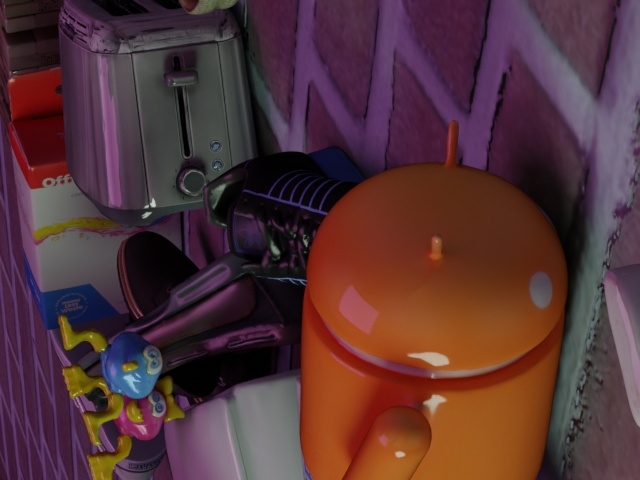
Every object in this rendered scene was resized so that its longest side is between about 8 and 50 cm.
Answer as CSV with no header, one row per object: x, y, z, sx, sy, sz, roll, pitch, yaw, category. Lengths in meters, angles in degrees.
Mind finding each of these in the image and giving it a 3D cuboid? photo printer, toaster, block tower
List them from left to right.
-0.282,-0.227,1.848,0.335,0.097,0.091,96,154,-45,block tower
-0.125,-0.108,1.366,0.227,0.129,0.146,-138,42,-66,toaster
-0.018,0.253,1.303,0.256,0.107,0.308,149,108,-73,photo printer

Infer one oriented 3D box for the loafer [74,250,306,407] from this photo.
-0.098,0.083,1.369,0.267,0.096,0.084,-36,81,47,loafer

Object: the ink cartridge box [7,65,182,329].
-0.197,-0.042,1.629,0.078,0.134,0.231,-120,23,-47,ink cartridge box

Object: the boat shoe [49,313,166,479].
-0.236,0.143,1.963,0.084,0.095,0.258,111,144,-55,boat shoe

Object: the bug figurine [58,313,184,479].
-0.108,0.174,1.234,0.216,0.072,0.279,174,81,-78,bug figurine

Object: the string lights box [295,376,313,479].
0.068,0.186,1.028,0.260,0.076,0.133,-128,29,-56,string lights box

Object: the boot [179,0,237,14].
0.011,-0.188,0.782,0.213,0.165,0.077,97,154,-53,boot

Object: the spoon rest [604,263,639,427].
0.197,0.017,0.513,0.276,0.084,0.137,-7,97,60,spoon rest

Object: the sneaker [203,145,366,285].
0.000,0.000,1.088,0.232,0.090,0.081,-145,45,-67,sneaker

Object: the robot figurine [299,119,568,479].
0.053,0.056,0.891,0.128,0.158,0.219,41,143,37,robot figurine

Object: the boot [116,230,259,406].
-0.096,0.038,1.490,0.198,0.077,0.137,53,149,27,boot
